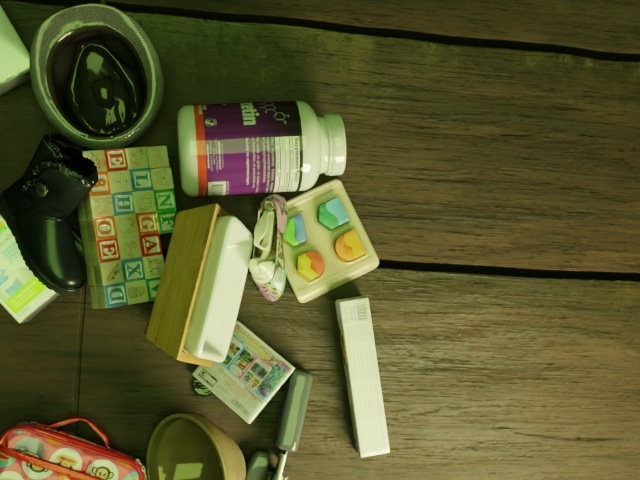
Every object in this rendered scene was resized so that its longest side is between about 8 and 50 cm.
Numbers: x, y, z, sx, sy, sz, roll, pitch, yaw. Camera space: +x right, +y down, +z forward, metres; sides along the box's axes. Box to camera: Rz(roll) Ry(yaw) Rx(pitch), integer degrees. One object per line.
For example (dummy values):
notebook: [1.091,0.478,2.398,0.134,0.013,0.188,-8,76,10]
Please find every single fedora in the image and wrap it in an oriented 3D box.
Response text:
fedora: [-0.433,-0.312,1.625,0.243,0.124,0.275,-24,98,-8]

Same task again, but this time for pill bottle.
pill bottle: [-0.119,-0.184,1.642,0.323,0.181,0.181,-4,88,-10]

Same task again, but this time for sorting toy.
sorting toy: [0.000,0.000,1.725,0.193,0.038,0.208,-25,92,-10]

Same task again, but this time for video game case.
video game case: [-0.155,0.264,1.670,0.157,0.019,0.143,38,81,15]

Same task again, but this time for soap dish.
soap dish: [-0.228,0.089,1.588,0.118,0.229,0.291,12,80,10]

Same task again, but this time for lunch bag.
lunch bag: [-0.488,0.470,1.586,0.293,0.120,0.258,20,80,-7]

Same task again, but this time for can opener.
can opener: [-0.082,0.395,1.673,0.093,0.074,0.280,18,84,-9]

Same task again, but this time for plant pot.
plant pot: [-0.224,0.447,1.605,0.110,0.237,0.237,1,86,-50]

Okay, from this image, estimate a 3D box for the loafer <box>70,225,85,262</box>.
loafer: [-0.496,0.004,1.632,0.170,0.062,0.061,31,86,-6]

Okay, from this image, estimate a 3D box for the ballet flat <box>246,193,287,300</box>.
ballet flat: [-0.110,0.016,1.668,0.077,0.079,0.221,10,100,27]

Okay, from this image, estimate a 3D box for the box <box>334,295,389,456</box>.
box: [0.085,0.278,1.712,0.067,0.063,0.324,-9,89,-8]

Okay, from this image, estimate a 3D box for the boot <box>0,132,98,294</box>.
boot: [-0.471,-0.049,1.506,0.207,0.094,0.246,-40,80,32]

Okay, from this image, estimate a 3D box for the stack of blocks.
stack of blocks: [-0.371,-0.027,1.610,0.171,0.087,0.297,-8,90,-34]

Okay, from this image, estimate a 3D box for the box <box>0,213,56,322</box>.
box: [-0.595,0.047,1.591,0.114,0.103,0.203,-42,94,-9]

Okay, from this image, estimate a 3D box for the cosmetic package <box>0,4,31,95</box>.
cosmetic package: [-0.657,-0.404,1.615,0.117,0.085,0.231,-30,94,-9]
